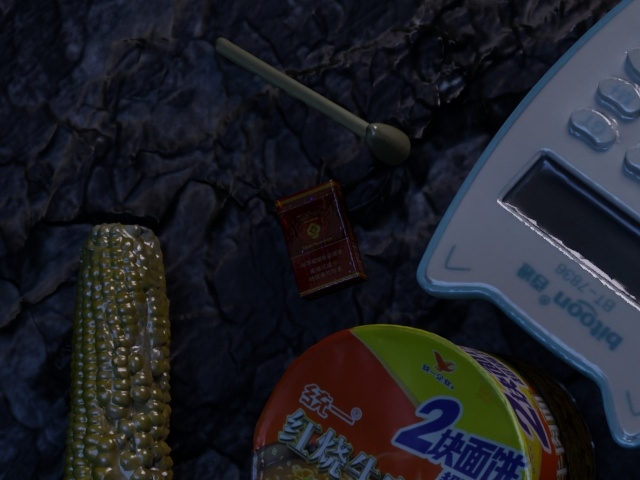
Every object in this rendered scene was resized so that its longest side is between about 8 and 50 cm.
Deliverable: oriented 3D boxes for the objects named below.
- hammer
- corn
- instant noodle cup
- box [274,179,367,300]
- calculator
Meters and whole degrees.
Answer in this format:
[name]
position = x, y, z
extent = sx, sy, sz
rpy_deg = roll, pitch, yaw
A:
[hammer]
position = -0.017, -0.115, 1.426
extent = 0.195, 0.060, 0.028
rpy_deg = 31, 92, 27
[corn]
position = -0.155, 0.130, 1.415
extent = 0.086, 0.086, 0.288
rpy_deg = -4, 76, 20
[instant noodle cup]
position = 0.083, 0.161, 1.255
extent = 0.213, 0.174, 0.213
rpy_deg = -1, 88, 30
[box]
position = 0.000, 0.000, 1.411
extent = 0.051, 0.023, 0.082
rpy_deg = -20, 74, 16
[calculator]
position = 0.265, -0.051, 1.268
extent = 0.256, 0.054, 0.386
rpy_deg = 39, 81, 23
